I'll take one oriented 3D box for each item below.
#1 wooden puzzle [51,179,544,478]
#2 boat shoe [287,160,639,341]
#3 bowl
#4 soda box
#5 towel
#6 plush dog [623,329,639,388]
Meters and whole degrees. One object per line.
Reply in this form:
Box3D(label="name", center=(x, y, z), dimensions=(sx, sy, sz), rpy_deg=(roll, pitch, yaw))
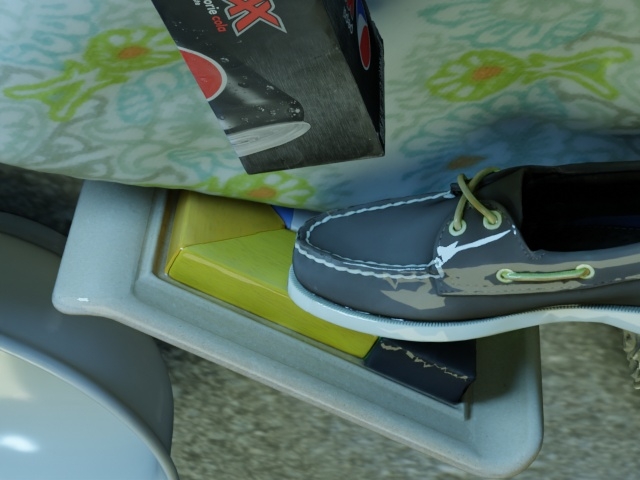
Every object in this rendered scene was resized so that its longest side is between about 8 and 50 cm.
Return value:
Box3D(label="wooden puzzle", center=(0.000, 0.000, 0.968), dimensions=(0.238, 0.221, 0.044), rpy_deg=(20, 125, -10))
Box3D(label="boat shoe", center=(0.094, -0.003, 0.865), dimensions=(0.227, 0.081, 0.069), rpy_deg=(0, 128, 11))
Box3D(label="bowl", center=(-0.215, 0.073, 1.229), dimensions=(0.297, 0.134, 0.298), rpy_deg=(10, 147, 7))
Box3D(label="soda box", center=(-0.019, -0.084, 0.691), dimensions=(0.060, 0.053, 0.169), rpy_deg=(-7, 155, 10))
Box3D(label="towel", center=(0.032, -0.105, 0.814), dimensions=(0.374, 0.090, 0.320), rpy_deg=(8, 151, -23))
Box3D(label="plush dog", center=(0.260, 0.054, 0.965), dimensions=(0.210, 0.262, 0.225), rpy_deg=(-36, 140, 11))
